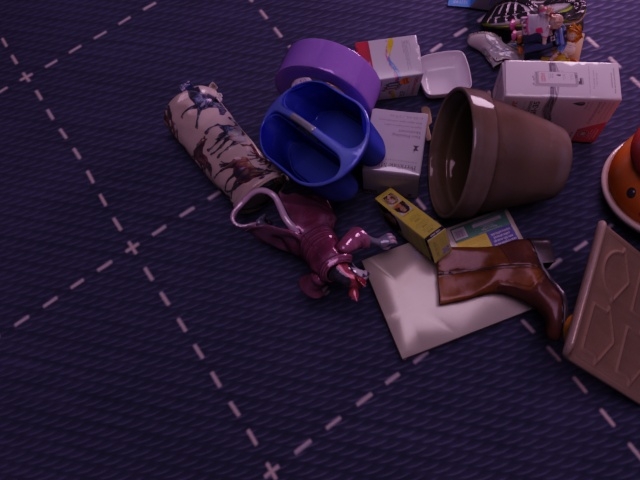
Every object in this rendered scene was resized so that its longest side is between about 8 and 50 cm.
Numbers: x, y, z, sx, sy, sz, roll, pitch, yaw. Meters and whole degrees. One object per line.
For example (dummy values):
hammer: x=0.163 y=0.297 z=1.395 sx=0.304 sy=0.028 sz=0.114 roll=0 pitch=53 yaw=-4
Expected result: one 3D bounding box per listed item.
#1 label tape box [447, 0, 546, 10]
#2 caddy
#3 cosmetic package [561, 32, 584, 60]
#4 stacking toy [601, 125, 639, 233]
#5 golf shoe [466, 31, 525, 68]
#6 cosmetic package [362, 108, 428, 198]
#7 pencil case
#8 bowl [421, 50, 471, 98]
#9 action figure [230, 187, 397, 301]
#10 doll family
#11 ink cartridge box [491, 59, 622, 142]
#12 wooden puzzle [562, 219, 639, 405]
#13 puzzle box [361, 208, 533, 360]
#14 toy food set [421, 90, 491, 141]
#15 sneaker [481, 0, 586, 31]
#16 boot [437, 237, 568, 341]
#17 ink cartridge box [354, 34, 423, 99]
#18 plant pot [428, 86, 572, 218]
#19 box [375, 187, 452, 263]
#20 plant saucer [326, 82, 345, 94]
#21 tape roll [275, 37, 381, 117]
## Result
label tape box: x=0.574 y=-0.813 z=1.743 sx=0.333 sy=0.106 sz=0.240 roll=11 pitch=71 yaw=8
caddy: x=-0.004 y=-0.255 z=1.443 sx=0.341 sy=0.179 sz=0.241 roll=41 pitch=95 yaw=36
cosmetic package: x=0.717 y=-0.544 z=1.668 sx=0.060 sy=0.041 sz=0.115 roll=14 pitch=72 yaw=10
stacking toy: x=0.851 y=-0.245 z=1.298 sx=0.350 sy=0.480 sz=0.350 roll=-8 pitch=56 yaw=12
golf shoe: x=0.502 y=-0.546 z=1.677 sx=0.176 sy=0.069 sz=0.086 roll=22 pitch=80 yaw=13
cosmetic package: x=0.198 y=-0.228 z=1.541 sx=0.151 sy=0.151 sz=0.184 roll=7 pitch=71 yaw=9
pencil case: x=-0.258 y=-0.253 z=1.585 sx=0.183 sy=0.160 sz=0.410 roll=-44 pitch=71 yaw=10
bowl: x=0.354 y=-0.471 z=1.668 sx=0.142 sy=0.053 sz=0.142 roll=-8 pitch=71 yaw=2
action figure: x=0.000 y=0.000 z=1.406 sx=0.248 sy=0.276 sz=0.370 roll=-50 pitch=45 yaw=6
doll family: x=0.627 y=-0.521 z=1.580 sx=0.163 sy=0.263 sz=0.118 roll=5 pitch=36 yaw=38
ink cartridge box: x=0.605 y=-0.363 z=1.525 sx=0.283 sy=0.207 sz=0.117 roll=4 pitch=69 yaw=7
wooden puzzle: x=0.670 y=0.170 z=1.320 sx=0.348 sy=0.080 sz=0.322 roll=32 pitch=72 yaw=-28
puzzle box: x=0.341 y=0.106 z=1.463 sx=0.409 sy=0.052 sz=0.272 roll=-20 pitch=70 yaw=-3
toy food set: x=0.384 y=-0.337 z=1.610 sx=0.192 sy=0.038 sz=0.132 roll=-10 pitch=65 yaw=19
sneaker: x=0.604 y=-0.614 z=1.658 sx=0.300 sy=0.121 sz=0.111 roll=19 pitch=68 yaw=37
boot: x=0.423 y=0.122 z=1.374 sx=0.280 sy=0.096 sz=0.264 roll=-7 pitch=73 yaw=5
ink cartridge box: x=0.189 y=-0.483 z=1.637 sx=0.176 sy=0.128 sz=0.127 roll=-9 pitch=77 yaw=-1
plant pot: x=0.451 y=-0.208 z=1.450 sx=0.280 sy=0.323 sz=0.323 roll=3 pitch=70 yaw=-8
box: x=0.230 y=-0.042 z=1.456 sx=0.058 sy=0.087 sz=0.232 roll=-35 pitch=41 yaw=-9
plant saucer: x=0.057 y=-0.445 z=1.690 sx=0.083 sy=0.015 sz=0.083 roll=5 pitch=43 yaw=-5
tape roll: x=0.020 y=-0.415 z=1.558 sx=0.275 sy=0.275 sz=0.090 roll=18 pitch=73 yaw=11
